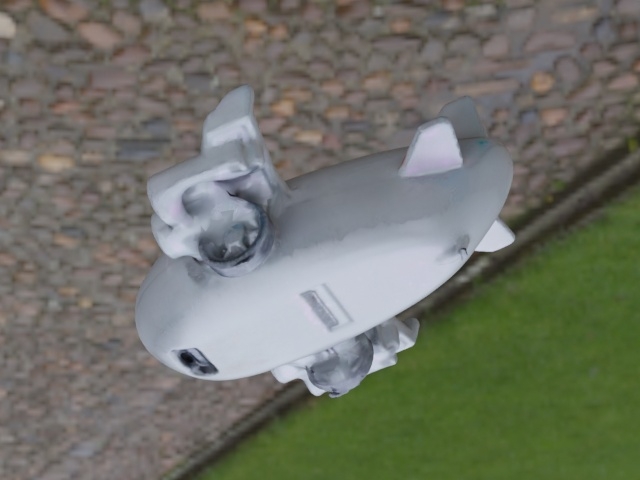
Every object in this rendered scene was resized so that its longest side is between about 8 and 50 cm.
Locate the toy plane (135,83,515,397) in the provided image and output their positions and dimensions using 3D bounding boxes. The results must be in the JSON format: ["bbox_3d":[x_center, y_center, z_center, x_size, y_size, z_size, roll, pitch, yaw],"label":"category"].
[{"bbox_3d":[0.001,0.003,0.869,0.252,0.118,0.252,-9,136,-9],"label":"toy plane"}]
